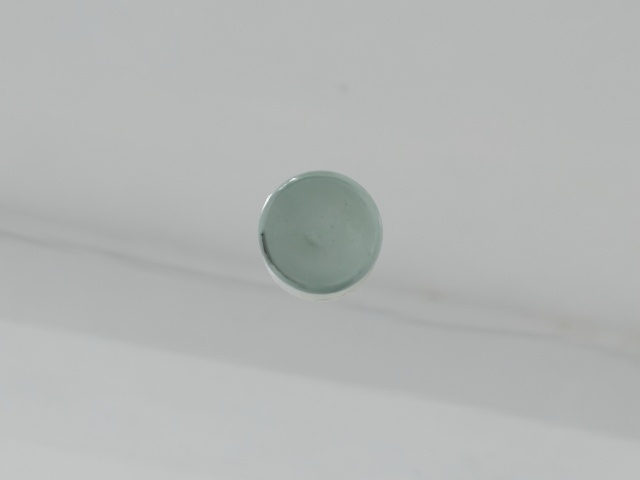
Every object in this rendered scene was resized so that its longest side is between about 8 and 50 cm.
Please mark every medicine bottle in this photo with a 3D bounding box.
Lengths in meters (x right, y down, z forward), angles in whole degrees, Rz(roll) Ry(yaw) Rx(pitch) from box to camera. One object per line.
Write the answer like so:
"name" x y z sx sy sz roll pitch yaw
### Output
"medicine bottle" 0.000 0.000 0.773 0.047 0.047 0.083 9 -5 1
